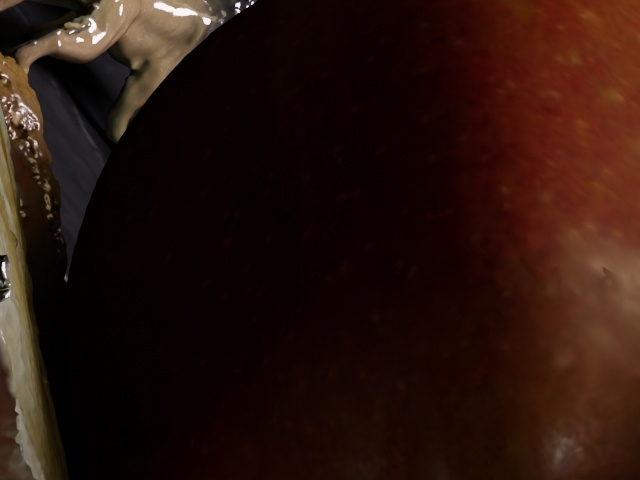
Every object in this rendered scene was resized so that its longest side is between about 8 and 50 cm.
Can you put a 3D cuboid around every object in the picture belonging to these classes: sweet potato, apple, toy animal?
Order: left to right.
[{"bbox_3d":[-0.123,-0.032,0.672,0.068,0.060,0.206,-15,75,-35],"label":"sweet potato"},{"bbox_3d":[-0.102,-0.092,0.885,0.220,0.086,0.069,-3,52,-53],"label":"toy animal"},{"bbox_3d":[0.061,0.057,0.601,0.288,0.288,0.317,47,24,-23],"label":"apple"}]

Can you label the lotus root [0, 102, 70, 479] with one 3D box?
[{"bbox_3d":[-0.101,0.039,0.483,0.143,0.070,0.144,-113,-166,-67],"label":"lotus root"}]
